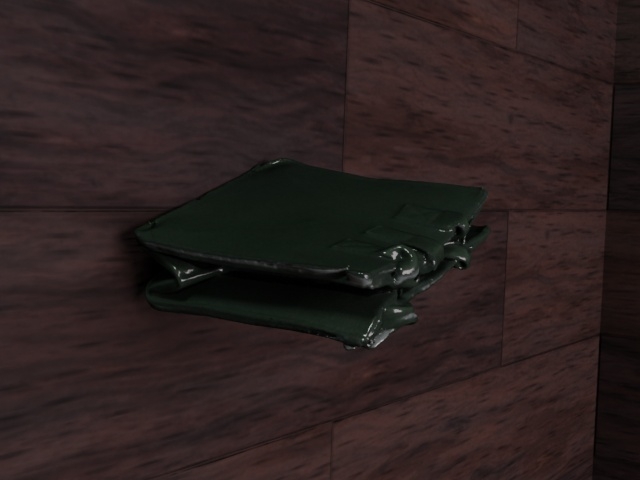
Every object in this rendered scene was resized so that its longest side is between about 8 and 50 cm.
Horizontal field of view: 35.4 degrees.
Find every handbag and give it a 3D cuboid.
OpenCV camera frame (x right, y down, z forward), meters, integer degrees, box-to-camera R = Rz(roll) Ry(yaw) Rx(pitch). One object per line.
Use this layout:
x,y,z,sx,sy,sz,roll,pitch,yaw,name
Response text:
-0.001,0.002,0.903,0.247,0.260,0.079,-32,124,-52,handbag
